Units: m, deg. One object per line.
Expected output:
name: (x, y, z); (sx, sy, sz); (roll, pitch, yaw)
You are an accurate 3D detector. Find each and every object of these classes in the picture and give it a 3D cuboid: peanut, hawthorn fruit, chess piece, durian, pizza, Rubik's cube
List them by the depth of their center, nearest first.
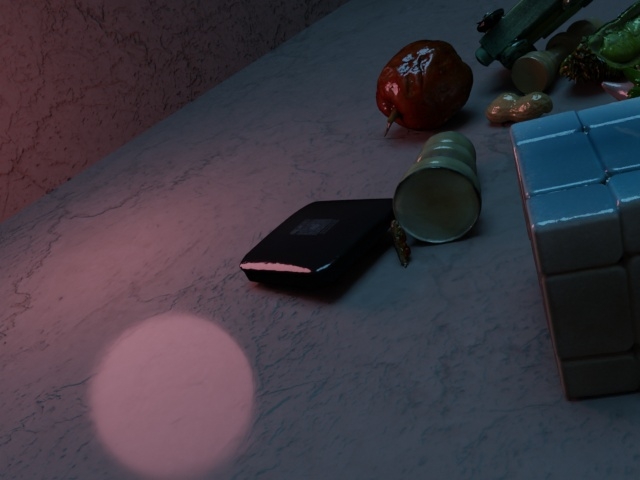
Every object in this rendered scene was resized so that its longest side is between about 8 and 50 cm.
Rubik's cube: (0.468, -0.005, 1.015); (0.316, 0.318, 0.322); (-10, 31, 16)
pizza: (0.166, -0.005, 1.466); (0.029, 0.100, 0.099); (-13, 13, 2)
chess piece: (0.274, -0.146, 1.558); (0.182, 0.182, 0.330); (-9, 26, 21)
peanut: (0.514, -0.345, 1.816); (0.187, 0.082, 0.082); (10, 41, 44)
durian: (0.770, -0.523, 1.864); (0.352, 0.169, 0.158); (-32, 31, -18)
hawthorn fruit: (0.286, -0.429, 1.941); (0.262, 0.258, 0.258); (-13, 24, -22)
chess piece: (0.706, -0.550, 2.025); (0.397, 0.117, 0.117); (-37, 32, -32)

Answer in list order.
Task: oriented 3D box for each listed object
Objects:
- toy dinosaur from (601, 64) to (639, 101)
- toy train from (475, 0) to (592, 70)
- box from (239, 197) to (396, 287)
toy dinosaur: (0.756, -0.357, 1.626); (0.194, 0.152, 0.177); (-6, 23, 13)
toy train: (0.617, -0.645, 1.989); (0.397, 0.160, 0.253); (-42, -15, 26)
box: (0.000, 0.000, 1.540); (0.289, 0.073, 0.290); (1, 34, 46)
